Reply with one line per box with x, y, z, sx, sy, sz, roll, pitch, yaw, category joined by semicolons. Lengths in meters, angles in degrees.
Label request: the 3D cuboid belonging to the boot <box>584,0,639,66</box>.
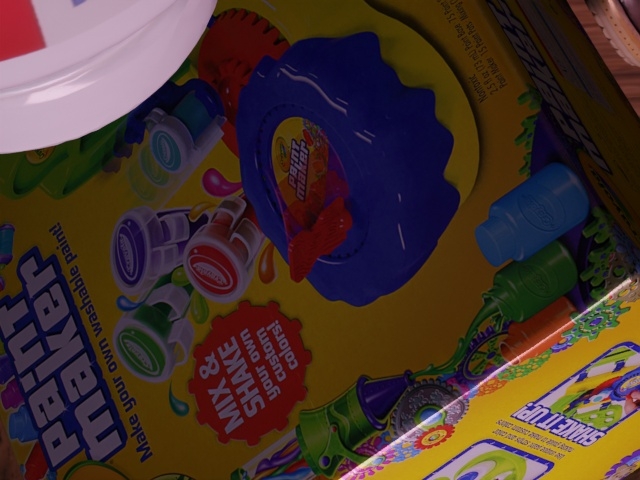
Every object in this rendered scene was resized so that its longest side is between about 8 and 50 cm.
0.243;-0.160;0.970;0.207;0.090;0.248;-31;150;23;boot

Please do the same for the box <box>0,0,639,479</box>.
0.000;0.000;0.872;0.279;0.290;0.177;-38;149;18;box

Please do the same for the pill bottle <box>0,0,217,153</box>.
-0.125;-0.181;0.543;0.229;0.229;0.408;-7;159;-1;pill bottle
